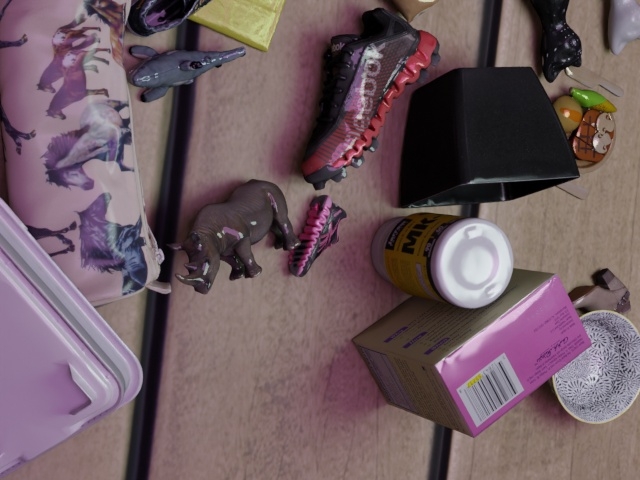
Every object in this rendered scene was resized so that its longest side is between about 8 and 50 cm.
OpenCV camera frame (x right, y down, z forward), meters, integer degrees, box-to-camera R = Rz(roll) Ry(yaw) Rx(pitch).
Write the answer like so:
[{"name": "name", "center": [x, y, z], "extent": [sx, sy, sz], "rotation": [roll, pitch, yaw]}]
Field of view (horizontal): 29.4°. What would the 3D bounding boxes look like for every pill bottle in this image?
[{"name": "pill bottle", "center": [0.157, 0.022, 1.652], "extent": [0.119, 0.208, 0.119], "rotation": [-2, 95, -24]}]

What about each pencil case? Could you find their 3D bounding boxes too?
[{"name": "pencil case", "center": [-0.291, -0.121, 1.469], "extent": [0.183, 0.160, 0.410], "rotation": [-6, 96, -15]}]

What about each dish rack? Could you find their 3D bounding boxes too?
[{"name": "dish rack", "center": [-0.401, 0.127, 1.408], "extent": [0.285, 0.072, 0.333], "rotation": [-32, 110, 18]}]

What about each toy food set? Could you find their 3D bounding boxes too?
[{"name": "toy food set", "center": [0.395, -0.164, 1.836], "extent": [0.132, 0.038, 0.192], "rotation": [21, 85, -24]}]

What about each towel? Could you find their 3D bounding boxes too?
[{"name": "towel", "center": [-0.158, -0.336, 1.593], "extent": [0.237, 0.021, 0.102], "rotation": [20, 91, -25]}]

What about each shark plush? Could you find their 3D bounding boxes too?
[{"name": "shark plush", "center": [-0.171, -0.216, 1.567], "extent": [0.161, 0.067, 0.073], "rotation": [-4, 95, -23]}]

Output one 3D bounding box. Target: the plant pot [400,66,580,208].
[{"name": "plant pot", "center": [0.223, -0.145, 1.693], "extent": [0.188, 0.187, 0.167], "rotation": [-4, 83, -23]}]

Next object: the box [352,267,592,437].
[{"name": "box", "center": [0.201, 0.140, 1.660], "extent": [0.213, 0.243, 0.117], "rotation": [-35, 107, -19]}]

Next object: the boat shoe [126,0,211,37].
[{"name": "boat shoe", "center": [-0.160, -0.316, 1.536], "extent": [0.183, 0.083, 0.065], "rotation": [-41, 112, -13]}]

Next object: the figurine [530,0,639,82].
[{"name": "figurine", "center": [0.394, -0.362, 1.804], "extent": [0.215, 0.092, 0.209], "rotation": [-22, 109, -22]}]

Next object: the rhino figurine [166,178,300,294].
[{"name": "rhino figurine", "center": [-0.115, -0.002, 1.559], "extent": [0.243, 0.073, 0.106], "rotation": [-37, 105, -50]}]

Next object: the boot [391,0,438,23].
[{"name": "boot", "center": [0.050, -0.401, 1.642], "extent": [0.236, 0.089, 0.269], "rotation": [-48, 111, -13]}]

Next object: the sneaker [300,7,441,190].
[{"name": "sneaker", "center": [0.042, -0.200, 1.646], "extent": [0.135, 0.097, 0.276], "rotation": [40, 76, -21]}]

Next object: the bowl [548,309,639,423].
[{"name": "bowl", "center": [0.398, 0.184, 1.840], "extent": [0.170, 0.080, 0.170], "rotation": [-2, 95, -24]}]

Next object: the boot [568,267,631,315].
[{"name": "boot", "center": [0.426, 0.102, 1.869], "extent": [0.118, 0.042, 0.087], "rotation": [-35, 109, -17]}]

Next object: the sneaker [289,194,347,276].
[{"name": "sneaker", "center": [0.000, 0.000, 1.675], "extent": [0.057, 0.047, 0.119], "rotation": [29, 83, -34]}]
